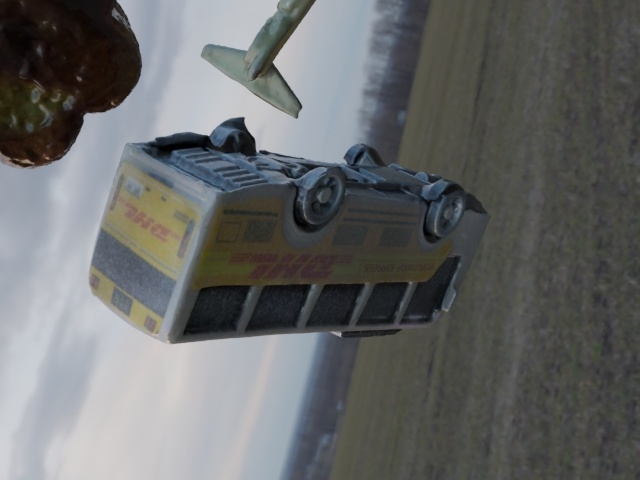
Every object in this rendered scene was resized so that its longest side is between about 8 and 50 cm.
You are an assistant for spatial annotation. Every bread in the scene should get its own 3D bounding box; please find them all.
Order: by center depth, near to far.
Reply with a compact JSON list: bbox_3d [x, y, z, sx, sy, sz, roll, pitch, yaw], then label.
[{"bbox_3d":[-0.268,-0.168,0.796,0.232,0.247,0.135,-51,37,2],"label":"bread"}]

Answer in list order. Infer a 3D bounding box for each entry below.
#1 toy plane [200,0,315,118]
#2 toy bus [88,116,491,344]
[{"bbox_3d":[0.035,-0.175,0.440,0.286,0.092,0.108,-53,9,24],"label":"toy plane"},{"bbox_3d":[0.000,0.000,0.696,0.342,0.097,0.138,5,-72,-55],"label":"toy bus"}]
